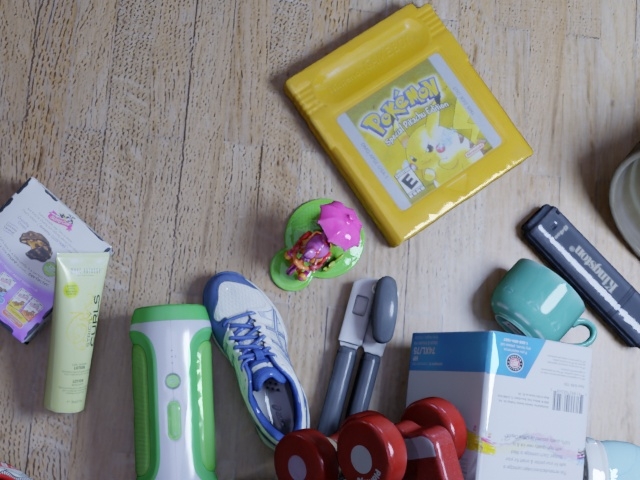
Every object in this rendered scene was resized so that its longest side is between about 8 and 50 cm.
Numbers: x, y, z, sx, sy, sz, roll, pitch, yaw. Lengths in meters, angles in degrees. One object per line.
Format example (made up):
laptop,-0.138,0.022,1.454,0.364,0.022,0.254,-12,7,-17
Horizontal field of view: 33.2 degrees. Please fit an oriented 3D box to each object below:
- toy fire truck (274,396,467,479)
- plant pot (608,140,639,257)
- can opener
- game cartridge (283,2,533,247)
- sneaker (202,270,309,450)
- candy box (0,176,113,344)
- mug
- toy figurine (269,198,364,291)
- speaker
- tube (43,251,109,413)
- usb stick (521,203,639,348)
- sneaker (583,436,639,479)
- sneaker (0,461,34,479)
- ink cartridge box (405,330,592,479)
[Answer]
toy fire truck,0.084,0.364,1.477,0.169,0.302,0.253,-6,79,-46
plant pot,0.663,-0.109,1.693,0.323,0.323,0.280,40,62,0
can opener,0.059,0.190,1.650,0.076,0.095,0.283,16,79,-4
game cartridge,0.143,-0.196,1.744,0.285,0.053,0.323,-34,88,-11
sneaker,-0.087,0.176,1.617,0.112,0.131,0.296,-26,84,-9
candy box,-0.440,0.031,1.622,0.165,0.070,0.196,42,79,0
mug,0.341,0.111,1.673,0.097,0.129,0.158,-48,46,-10
toy figurine,0.000,0.000,1.640,0.173,0.159,0.130,-42,88,-11
speaker,-0.218,0.247,1.589,0.131,0.131,0.296,-2,81,-8
tube,-0.366,0.134,1.584,0.062,0.070,0.240,9,97,1
usb stick,0.444,0.059,1.746,0.077,0.045,0.278,-43,88,-11
sneaker,0.468,0.488,1.639,0.150,0.135,0.365,2,82,-4
sneaker,-0.388,0.408,1.533,0.270,0.145,0.090,33,79,-2
ink cartridge box,0.255,0.280,1.584,0.198,0.197,0.270,12,79,-29
